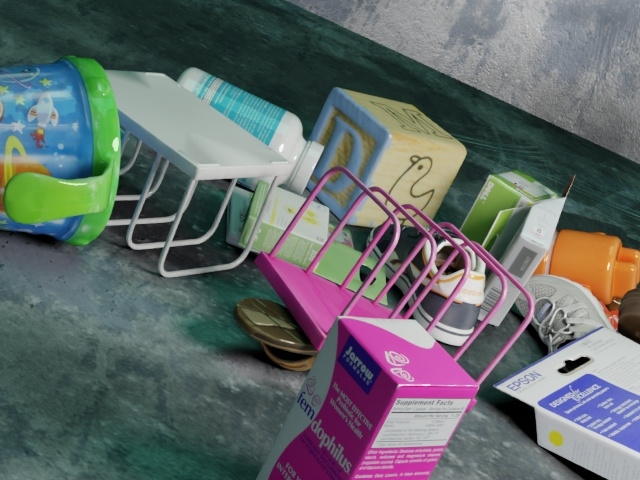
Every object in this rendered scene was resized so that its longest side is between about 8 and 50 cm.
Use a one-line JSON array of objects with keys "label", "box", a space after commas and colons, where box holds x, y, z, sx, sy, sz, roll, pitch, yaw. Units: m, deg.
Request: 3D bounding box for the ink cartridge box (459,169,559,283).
[{"label": "ink cartridge box", "box": [0.279, -0.010, 1.922, 0.097, 0.189, 0.255, 36, 24, 23]}]

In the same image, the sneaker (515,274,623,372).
[{"label": "sneaker", "box": [0.399, 0.143, 1.812, 0.115, 0.105, 0.281, 4, 28, -40]}]

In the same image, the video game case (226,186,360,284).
[{"label": "video game case", "box": [-0.044, -0.007, 1.772, 0.212, 0.023, 0.193, 21, 21, -12]}]

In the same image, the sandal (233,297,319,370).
[{"label": "sandal", "box": [-0.034, 0.128, 1.421, 0.090, 0.060, 0.219, 44, 12, 31]}]

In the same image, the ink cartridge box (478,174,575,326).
[{"label": "ink cartridge box", "box": [0.332, 0.005, 1.858, 0.066, 0.189, 0.232, 26, 40, 1]}]

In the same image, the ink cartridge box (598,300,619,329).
[{"label": "ink cartridge box", "box": [0.474, 0.132, 1.956, 0.115, 0.029, 0.063, -11, 25, -1]}]

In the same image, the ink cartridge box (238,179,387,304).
[{"label": "ink cartridge box", "box": [0.000, 0.000, 1.698, 0.235, 0.056, 0.171, 21, 20, -6]}]

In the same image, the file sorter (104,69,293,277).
[{"label": "file sorter", "box": [-0.223, -0.098, 1.569, 0.277, 0.173, 0.193, 37, 24, 28]}]

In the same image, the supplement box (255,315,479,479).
[{"label": "supplement box", "box": [0.040, 0.193, 1.100, 0.114, 0.220, 0.111, 8, 26, -40]}]

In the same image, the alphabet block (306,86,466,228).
[{"label": "alphabet block", "box": [0.105, -0.141, 2.040, 0.197, 0.192, 0.193, 6, 30, -40]}]

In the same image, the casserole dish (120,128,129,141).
[{"label": "casserole dish", "box": [-0.385, -0.183, 1.783, 0.188, 0.037, 0.114, 37, 23, 26]}]

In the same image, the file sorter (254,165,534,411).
[{"label": "file sorter", "box": [0.106, 0.057, 1.483, 0.290, 0.182, 0.202, 26, 16, -38]}]

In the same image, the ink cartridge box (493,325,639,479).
[{"label": "ink cartridge box", "box": [0.443, 0.240, 1.572, 0.307, 0.072, 0.303, 22, 27, 38]}]

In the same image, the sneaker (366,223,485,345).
[{"label": "sneaker", "box": [0.176, 0.030, 1.795, 0.126, 0.127, 0.321, 11, 23, -26]}]

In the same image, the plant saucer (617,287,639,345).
[{"label": "plant saucer", "box": [0.560, 0.193, 1.764, 0.278, 0.041, 0.278, 48, -14, 16]}]

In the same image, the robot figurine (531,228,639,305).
[{"label": "robot figurine", "box": [0.460, 0.045, 2.044, 0.219, 0.158, 0.128, 9, -16, 21]}]

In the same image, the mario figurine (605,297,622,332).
[{"label": "mario figurine", "box": [0.622, 0.147, 1.953, 0.170, 0.198, 0.320, 30, 12, -27]}]

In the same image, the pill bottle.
[{"label": "pill bottle", "box": [-0.131, -0.172, 1.896, 0.264, 0.146, 0.146, 25, 20, -1]}]

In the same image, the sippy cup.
[{"label": "sippy cup", "box": [-0.387, -0.111, 1.372, 0.224, 0.240, 0.305, -1, -12, -31]}]
